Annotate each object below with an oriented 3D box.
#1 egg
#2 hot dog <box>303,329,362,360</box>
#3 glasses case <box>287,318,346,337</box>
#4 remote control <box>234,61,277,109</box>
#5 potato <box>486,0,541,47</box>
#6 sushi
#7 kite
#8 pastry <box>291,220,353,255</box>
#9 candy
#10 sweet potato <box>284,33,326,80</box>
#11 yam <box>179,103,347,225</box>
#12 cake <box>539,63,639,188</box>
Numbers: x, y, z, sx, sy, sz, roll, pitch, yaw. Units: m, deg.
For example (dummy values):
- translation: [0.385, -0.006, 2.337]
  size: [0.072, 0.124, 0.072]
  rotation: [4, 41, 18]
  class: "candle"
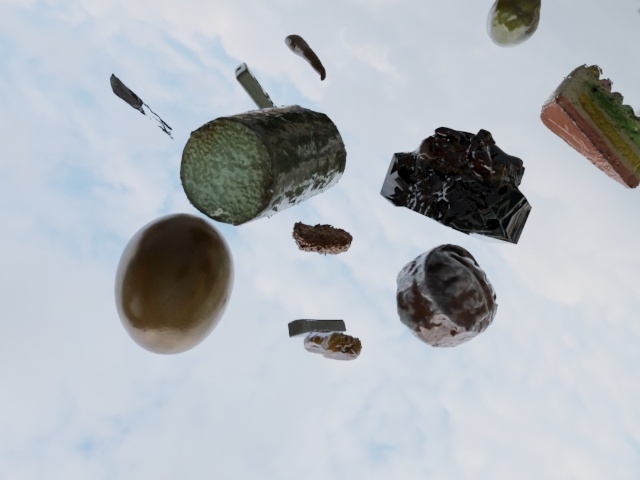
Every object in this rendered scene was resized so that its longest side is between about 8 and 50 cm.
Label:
- translation: [-0.353, 0.102, 1.453]
  size: [0.282, 0.282, 0.352]
  rotation: [17, -110, -28]
  class: "egg"
- translation: [0.019, 0.184, 1.052]
  size: [0.071, 0.165, 0.045]
  rotation: [25, -106, -14]
  class: "hot dog"
- translation: [-0.008, 0.252, 1.732]
  size: [0.205, 0.070, 0.047]
  rotation: [12, -117, -56]
  class: "glasses case"
- translation: [-0.113, -0.317, 1.496]
  size: [0.285, 0.038, 0.123]
  rotation: [50, -171, -25]
  class: "remote control"
- translation: [0.523, -0.606, 1.623]
  size: [0.200, 0.136, 0.155]
  rotation: [-72, -28, -72]
  class: "potato"
- translation: [0.297, -0.130, 1.253]
  size: [0.215, 0.213, 0.227]
  rotation: [14, -168, -33]
  class: "sushi"
- translation: [-0.587, -0.440, 1.986]
  size: [0.285, 0.015, 0.152]
  rotation: [44, -165, -42]
  class: "kite"
- translation: [0.000, 0.002, 1.536]
  size: [0.169, 0.063, 0.087]
  rotation: [7, -144, -20]
  class: "pastry"
- translation: [0.282, 0.117, 1.301]
  size: [0.289, 0.157, 0.214]
  rotation: [-23, -101, -54]
  class: "candy"
- translation: [-0.039, -0.514, 1.648]
  size: [0.050, 0.050, 0.214]
  rotation: [-1, -138, -41]
  class: "sweet potato"
- translation: [-0.075, -0.123, 0.904]
  size: [0.161, 0.161, 0.268]
  rotation: [46, -148, 8]
  class: "yam"
- translation: [0.497, -0.200, 1.067]
  size: [0.225, 0.090, 0.109]
  rotation: [43, -100, -8]
  class: "cake"
